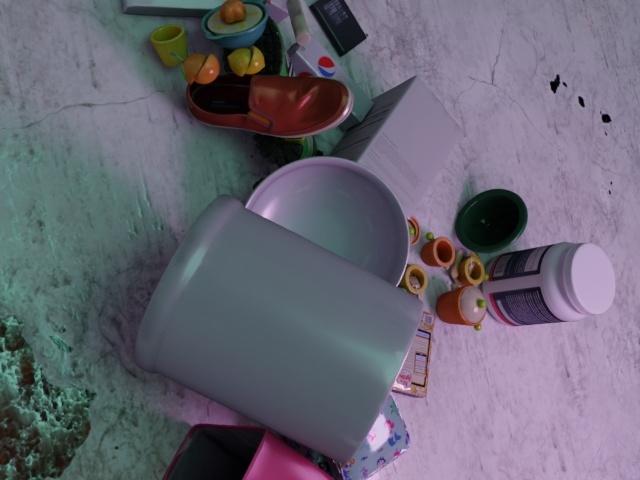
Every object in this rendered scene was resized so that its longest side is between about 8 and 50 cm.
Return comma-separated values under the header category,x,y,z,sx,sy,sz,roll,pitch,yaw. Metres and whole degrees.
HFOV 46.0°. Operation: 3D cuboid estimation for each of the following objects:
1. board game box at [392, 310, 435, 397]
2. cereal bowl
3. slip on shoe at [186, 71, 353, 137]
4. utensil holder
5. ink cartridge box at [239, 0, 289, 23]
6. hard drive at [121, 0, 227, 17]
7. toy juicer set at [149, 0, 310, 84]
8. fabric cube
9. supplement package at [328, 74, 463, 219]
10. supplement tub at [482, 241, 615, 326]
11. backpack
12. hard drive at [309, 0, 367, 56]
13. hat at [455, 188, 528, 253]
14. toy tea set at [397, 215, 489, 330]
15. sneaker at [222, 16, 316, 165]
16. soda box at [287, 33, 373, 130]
category,x,y,z,sx,sy,sz,roll,pitch,yaw
board game box,0.182,0.243,1.691,0.146,0.045,0.194,21,69,-31
cereal bowl,0.000,0.000,1.513,0.338,0.141,0.339,0,93,-7
slip on shoe,-0.102,-0.265,1.434,0.331,0.101,0.123,5,83,11
utensil holder,-0.065,0.153,1.269,0.385,0.328,0.328,27,62,3
ink cartridge box,-0.108,-0.556,1.600,0.109,0.063,0.151,21,70,-31
hard drive,-0.300,-0.623,1.503,0.232,0.047,0.353,-7,84,-29
toy juicer set,-0.145,-0.403,1.436,0.329,0.209,0.090,-27,136,-15
fabric cube,-0.124,0.491,1.294,0.258,0.259,0.254,41,59,-25
supplement package,0.151,-0.188,1.673,0.177,0.175,0.293,46,59,-18
supplement tub,0.552,0.108,1.842,0.191,0.272,0.191,7,77,-34
backpack,0.040,0.352,1.490,0.225,0.191,0.254,-21,88,-36
hard drive,0.043,-0.507,1.754,0.094,0.022,0.135,-43,106,-33
hat,0.462,-0.020,1.915,0.208,0.173,0.183,-41,143,1
toy tea set,0.283,0.068,1.749,0.336,0.124,0.200,29,65,-28
sneaker,-0.102,-0.306,1.570,0.146,0.134,0.344,12,62,-71
soda box,0.014,-0.349,1.671,0.216,0.074,0.069,44,59,-21
